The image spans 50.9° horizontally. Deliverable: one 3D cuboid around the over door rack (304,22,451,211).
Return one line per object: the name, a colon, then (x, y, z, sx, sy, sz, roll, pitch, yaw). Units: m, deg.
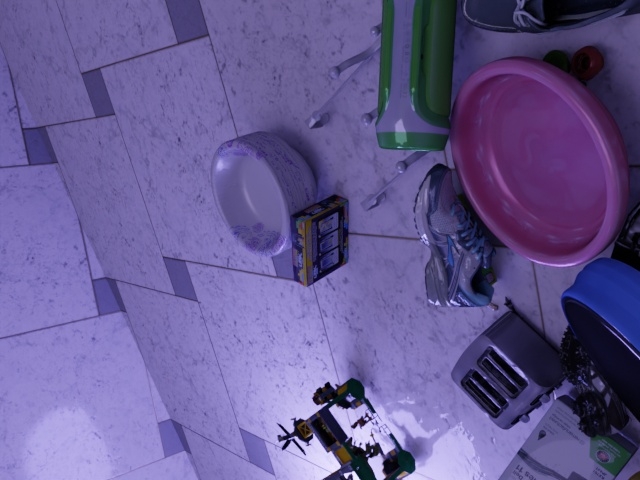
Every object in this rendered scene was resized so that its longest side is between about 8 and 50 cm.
over door rack: (0.097, -0.218, 1.285, 0.239, 0.108, 0.324, 57, 143, 9)

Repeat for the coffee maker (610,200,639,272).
coffee maker: (0.518, 0.037, 0.951, 0.178, 0.120, 0.171, 35, 162, 33)

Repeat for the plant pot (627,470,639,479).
plant pot: (0.592, 0.469, 1.024, 0.239, 0.254, 0.254, 10, 120, 64)

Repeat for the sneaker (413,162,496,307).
sneaker: (0.249, -0.006, 1.184, 0.122, 0.110, 0.283, 6, 124, 35)

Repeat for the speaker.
speaker: (0.155, -0.296, 1.084, 0.131, 0.131, 0.297, 8, 98, 48)

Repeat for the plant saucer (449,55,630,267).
plant saucer: (0.337, -0.123, 1.028, 0.332, 0.084, 0.332, 49, 154, 33)

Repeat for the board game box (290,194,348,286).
board game box: (0.000, 0.000, 1.509, 0.048, 0.141, 0.170, 27, 130, 38)

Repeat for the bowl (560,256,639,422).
bowl: (0.477, 0.200, 0.921, 0.391, 0.077, 0.391, 53, -177, -5)

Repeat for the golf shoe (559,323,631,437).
golf shoe: (0.474, 0.233, 1.152, 0.077, 0.093, 0.198, 139, 126, -71)

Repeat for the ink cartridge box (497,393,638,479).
ink cartridge box: (0.436, 0.407, 1.204, 0.153, 0.087, 0.208, 37, 103, 29)

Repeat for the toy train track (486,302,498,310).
toy train track: (0.309, 0.120, 1.318, 0.083, 0.014, 0.048, 22, 128, 40)

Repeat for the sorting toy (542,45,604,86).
sorting toy: (0.377, -0.252, 0.990, 0.102, 0.042, 0.061, 14, 108, 59)

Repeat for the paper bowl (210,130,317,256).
paper bowl: (-0.120, -0.116, 1.574, 0.284, 0.148, 0.284, 29, 133, 37)

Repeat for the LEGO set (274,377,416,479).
LEGO set: (0.055, 0.530, 1.684, 0.331, 0.255, 0.192, 50, 126, 5)

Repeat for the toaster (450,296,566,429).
toaster: (0.352, 0.238, 1.260, 0.186, 0.110, 0.168, 46, 140, 21)

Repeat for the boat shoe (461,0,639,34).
boat shoe: (0.318, -0.348, 0.942, 0.319, 0.099, 0.116, 13, 122, 46)

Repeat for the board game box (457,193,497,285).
board game box: (0.259, 0.010, 1.285, 0.092, 0.043, 0.181, -17, 98, 53)
